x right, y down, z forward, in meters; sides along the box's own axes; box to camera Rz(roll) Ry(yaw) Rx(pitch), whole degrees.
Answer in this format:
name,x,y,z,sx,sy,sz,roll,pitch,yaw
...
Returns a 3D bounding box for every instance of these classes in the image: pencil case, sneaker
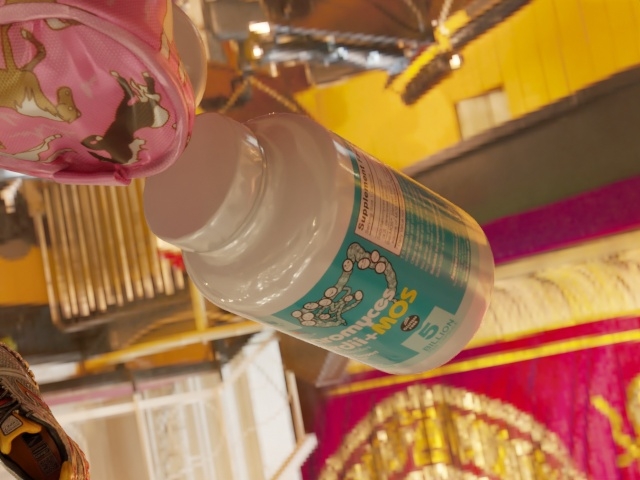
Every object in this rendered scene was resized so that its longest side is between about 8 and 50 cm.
name,x,y,z,sx,sy,sz,roll,pitch,yaw
pencil case,-0.162,-0.217,0.709,0.160,0.386,0.167,23,137,-38
sneaker,-0.327,0.184,1.189,0.088,0.225,0.093,-42,175,-13

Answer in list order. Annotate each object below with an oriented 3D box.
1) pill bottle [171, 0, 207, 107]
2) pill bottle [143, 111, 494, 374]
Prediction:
name,x,y,z,sx,sy,sz,roll,pitch,yaw
pill bottle,-0.166,-0.118,0.907,0.118,0.117,0.208,-8,175,-18
pill bottle,0.000,0.000,0.812,0.146,0.146,0.264,-17,150,38
